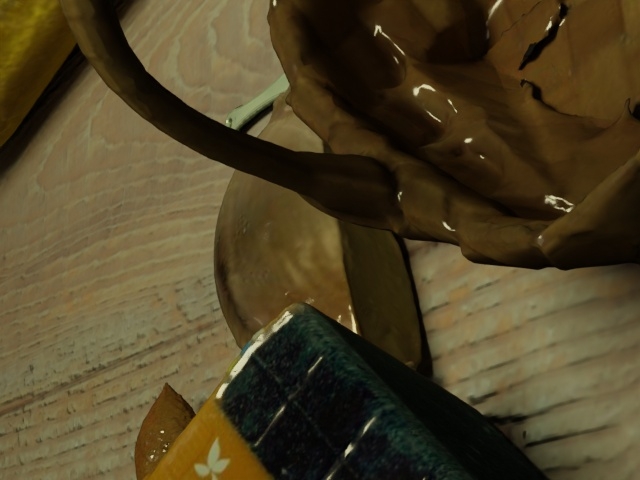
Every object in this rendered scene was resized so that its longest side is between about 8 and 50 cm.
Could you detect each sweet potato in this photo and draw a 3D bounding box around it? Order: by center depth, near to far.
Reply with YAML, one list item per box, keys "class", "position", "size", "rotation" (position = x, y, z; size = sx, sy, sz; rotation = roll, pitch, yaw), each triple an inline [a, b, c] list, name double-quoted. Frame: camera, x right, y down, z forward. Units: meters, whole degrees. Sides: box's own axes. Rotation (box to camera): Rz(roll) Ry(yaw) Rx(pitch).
- class: "sweet potato"
  position: [-0.083, 0.184, 1.072]
  size: [0.068, 0.060, 0.206]
  rotation: [82, 172, -70]

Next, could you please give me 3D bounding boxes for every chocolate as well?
- class: "chocolate"
  position: [-0.297, -0.141, 1.434]
  size: [0.445, 0.162, 0.162]
  rotation: [-48, 44, 47]

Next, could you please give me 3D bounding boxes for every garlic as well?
- class: "garlic"
  position: [-0.008, 0.013, 0.961]
  size: [0.101, 0.087, 0.196]
  rotation: [-39, 49, 32]

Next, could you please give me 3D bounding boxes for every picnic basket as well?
- class: "picnic basket"
  position: [0.040, -0.144, 0.684]
  size: [0.337, 0.337, 0.293]
  rotation: [40, 117, 56]

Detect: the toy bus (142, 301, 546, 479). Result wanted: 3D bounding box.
- class: "toy bus"
  position: [0.044, 0.183, 0.718]
  size: [0.194, 0.162, 0.323]
  rotation: [-53, 35, 5]

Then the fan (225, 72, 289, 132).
- class: "fan"
  position: [-0.003, -0.109, 1.053]
  size: [0.226, 0.008, 0.153]
  rotation: [-27, 61, 54]
